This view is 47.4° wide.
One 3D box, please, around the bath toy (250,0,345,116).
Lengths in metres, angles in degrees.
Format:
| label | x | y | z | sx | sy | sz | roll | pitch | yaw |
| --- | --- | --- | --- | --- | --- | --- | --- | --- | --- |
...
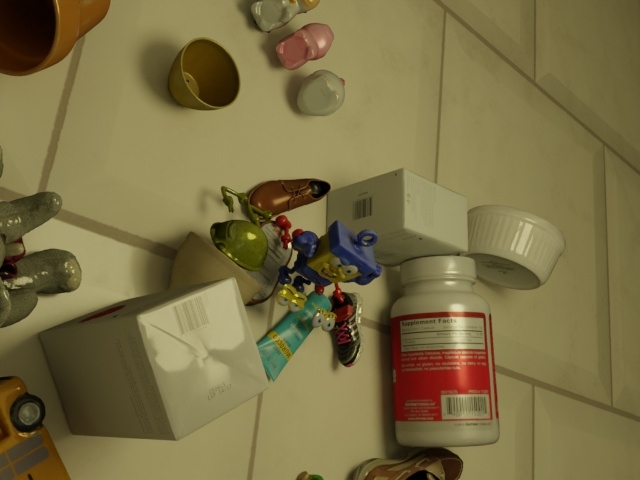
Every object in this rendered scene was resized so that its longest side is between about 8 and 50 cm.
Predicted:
| label | x | y | z | sx | sy | sz | roll | pitch | yaw |
| --- | --- | --- | --- | --- | --- | --- | --- | --- | --- |
| bath toy | -0.042 | -0.439 | 1.577 | 0.129 | 0.151 | 0.348 | -76 | 142 | -74 |

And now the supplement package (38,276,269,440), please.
| label | x | y | z | sx | sy | sz | roll | pitch | yaw |
| --- | --- | --- | --- | --- | --- | --- | --- | --- | --- |
| supplement package | -0.253 | 0.176 | 1.079 | 0.178 | 0.293 | 0.175 | -22 | 96 | -46 |

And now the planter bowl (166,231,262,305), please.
| label | x | y | z | sx | sy | sz | roll | pitch | yaw |
| --- | --- | --- | --- | --- | --- | --- | --- | --- | --- |
| planter bowl | -0.199 | 0.076 | 1.277 | 0.162 | 0.162 | 0.109 | 44 | 80 | -29 |

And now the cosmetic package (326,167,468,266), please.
| label | x | y | z | sx | sy | sz | roll | pitch | yaw |
| --- | --- | --- | --- | --- | --- | --- | --- | --- | --- |
| cosmetic package | 0.169 | -0.041 | 1.609 | 0.225 | 0.224 | 0.138 | 16 | 68 | -41 |

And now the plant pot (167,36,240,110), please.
| label | x | y | z | sx | sy | sz | roll | pitch | yaw |
| --- | --- | --- | --- | --- | --- | --- | --- | --- | --- |
| plant pot | -0.232 | -0.298 | 1.363 | 0.134 | 0.095 | 0.134 | 14 | 70 | -43 |

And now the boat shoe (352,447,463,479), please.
| label | x | y | z | sx | sy | sz | roll | pitch | yaw |
| --- | --- | --- | --- | --- | --- | --- | --- | --- | --- |
| boat shoe | 0.210 | 0.524 | 1.567 | 0.324 | 0.116 | 0.123 | 0 | 98 | -42 |

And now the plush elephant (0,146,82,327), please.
| label | x | y | z | sx | sy | sz | roll | pitch | yaw |
| --- | --- | --- | --- | --- | --- | --- | --- | --- | --- |
| plush elephant | -0.456 | -0.003 | 0.947 | 0.330 | 0.255 | 0.271 | -34 | 104 | -44 |

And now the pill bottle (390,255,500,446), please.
| label | x | y | z | sx | sy | sz | roll | pitch | yaw |
| --- | --- | --- | --- | --- | --- | --- | --- | --- | --- |
| pill bottle | 0.274 | 0.249 | 1.638 | 0.229 | 0.229 | 0.407 | 11 | 72 | -43 |

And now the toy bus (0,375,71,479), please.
| label | x | y | z | sx | sy | sz | roll | pitch | yaw |
| --- | --- | --- | --- | --- | --- | --- | --- | --- | --- |
| toy bus | -0.413 | 0.359 | 1.008 | 0.130 | 0.108 | 0.332 | -30 | 102 | -43 |

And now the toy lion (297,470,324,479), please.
| label | x | y | z | sx | sy | sz | roll | pitch | yaw |
| --- | --- | --- | --- | --- | --- | --- | --- | --- | --- |
| toy lion | -0.022 | 0.485 | 1.375 | 0.100 | 0.096 | 0.034 | -47 | 113 | -42 |

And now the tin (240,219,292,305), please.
| label | x | y | z | sx | sy | sz | roll | pitch | yaw |
| --- | --- | --- | --- | --- | --- | --- | --- | --- | --- |
| tin | -0.117 | 0.043 | 1.437 | 0.106 | 0.040 | 0.189 | 49 | 50 | -30 |

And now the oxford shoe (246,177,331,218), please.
| label | x | y | z | sx | sy | sz | roll | pitch | yaw |
| --- | --- | --- | --- | --- | --- | --- | --- | --- | --- |
| oxford shoe | -0.063 | -0.096 | 1.498 | 0.212 | 0.076 | 0.076 | -21 | 97 | -44 |

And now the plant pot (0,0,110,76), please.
| label | x | y | z | sx | sy | sz | roll | pitch | yaw |
| --- | --- | --- | --- | --- | --- | --- | --- | --- | --- |
| plant pot | -0.431 | -0.377 | 1.127 | 0.205 | 0.205 | 0.188 | 62 | 30 | -14 |

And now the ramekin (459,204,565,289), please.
| label | x | y | z | sx | sy | sz | roll | pitch | yaw |
| --- | --- | --- | --- | --- | --- | --- | --- | --- | --- |
| ramekin | 0.487 | 0.028 | 1.895 | 0.273 | 0.273 | 0.127 | 35 | 69 | -34 |

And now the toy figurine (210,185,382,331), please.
| label | x | y | z | sx | sy | sz | roll | pitch | yaw |
| --- | --- | --- | --- | --- | --- | --- | --- | --- | --- |
| toy figurine | 0.000 | 0.000 | 1.359 | 0.362 | 0.217 | 0.191 | 38 | 41 | -35 |

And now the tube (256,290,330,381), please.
| label | x | y | z | sx | sy | sz | roll | pitch | yaw |
| --- | --- | --- | --- | --- | --- | --- | --- | --- | --- |
| tube | -0.057 | 0.183 | 1.457 | 0.080 | 0.052 | 0.207 | 51 | 53 | -9 |

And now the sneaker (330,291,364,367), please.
| label | x | y | z | sx | sy | sz | roll | pitch | yaw |
| --- | --- | --- | --- | --- | --- | --- | --- | --- | --- |
| sneaker | 0.048 | 0.183 | 1.549 | 0.075 | 0.063 | 0.170 | 25 | 58 | -39 |
